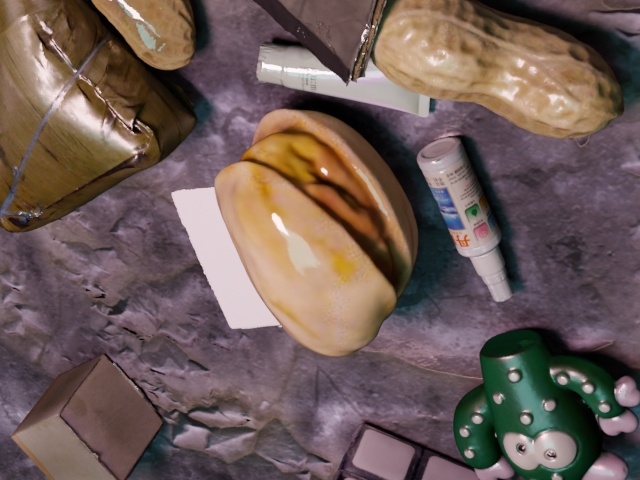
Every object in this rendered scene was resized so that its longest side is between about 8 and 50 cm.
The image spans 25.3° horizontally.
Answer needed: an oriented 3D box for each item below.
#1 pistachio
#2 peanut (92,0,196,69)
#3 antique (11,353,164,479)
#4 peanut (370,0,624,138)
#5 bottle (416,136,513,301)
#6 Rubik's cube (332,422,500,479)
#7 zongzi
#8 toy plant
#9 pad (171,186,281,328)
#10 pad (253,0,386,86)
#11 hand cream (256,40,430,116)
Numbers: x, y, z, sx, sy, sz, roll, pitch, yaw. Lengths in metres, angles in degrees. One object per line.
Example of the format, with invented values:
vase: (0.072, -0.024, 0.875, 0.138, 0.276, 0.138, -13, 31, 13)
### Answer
pistachio: (0.000, 0.000, 1.688, 0.230, 0.230, 0.309, -14, 122, 31)
peanut: (-0.213, -0.283, 1.657, 0.093, 0.083, 0.194, -30, 106, 26)
antique: (-0.344, 0.281, 2.092, 0.148, 0.147, 0.152, -25, 110, 37)
peanut: (0.183, -0.190, 1.521, 0.298, 0.136, 0.120, 21, 119, 9)
bottle: (0.181, -0.020, 1.697, 0.060, 0.060, 0.217, -13, 118, 30)
Rubik's cube: (0.111, 0.491, 1.950, 0.303, 0.301, 0.305, 23, 129, 5)
zongzi: (-0.375, -0.197, 1.740, 0.323, 0.160, 0.360, -27, 111, 35)
toy plant: (0.283, 0.230, 1.805, 0.232, 0.112, 0.243, 15, 123, 19)
pad: (-0.094, 0.024, 1.886, 0.156, 0.004, 0.232, -6, 122, 26)
pad: (-0.014, -0.297, 1.537, 0.233, 0.022, 0.174, 45, 137, 27)
hand cream: (0.028, -0.191, 1.647, 0.205, 0.050, 0.078, 11, 128, 11)
